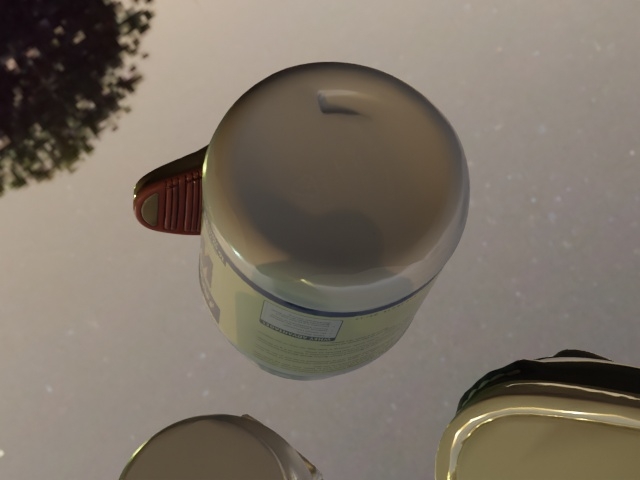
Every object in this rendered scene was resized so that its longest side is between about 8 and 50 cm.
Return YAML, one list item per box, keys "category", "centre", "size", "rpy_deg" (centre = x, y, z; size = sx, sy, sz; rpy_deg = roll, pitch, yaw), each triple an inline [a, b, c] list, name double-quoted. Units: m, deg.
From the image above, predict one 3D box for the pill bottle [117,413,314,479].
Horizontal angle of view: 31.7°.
- category: "pill bottle"
  centre: [-0.082, 0.237, 0.936]
  size: [0.169, 0.169, 0.301]
  rpy_deg: [-39, 165, -13]

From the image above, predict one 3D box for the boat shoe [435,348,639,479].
- category: "boat shoe"
  centre: [0.211, 0.108, 0.460]
  size: [0.320, 0.116, 0.099]
  rpy_deg: [10, -164, 17]

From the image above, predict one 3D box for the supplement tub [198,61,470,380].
- category: "supplement tub"
  centre: [0.000, 0.000, 1.102]
  size: [0.235, 0.235, 0.325]
  rpy_deg: [-42, 168, -20]

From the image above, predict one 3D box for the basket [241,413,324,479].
- category: "basket"
  centre: [-0.075, 0.346, 1.598]
  size: [0.113, 0.103, 0.167]
  rpy_deg: [-46, -131, -16]

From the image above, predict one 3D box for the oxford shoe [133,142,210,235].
- category: "oxford shoe"
  centre: [-0.100, -0.104, 1.486]
  size: [0.348, 0.123, 0.130]
  rpy_deg: [-17, -127, -29]
